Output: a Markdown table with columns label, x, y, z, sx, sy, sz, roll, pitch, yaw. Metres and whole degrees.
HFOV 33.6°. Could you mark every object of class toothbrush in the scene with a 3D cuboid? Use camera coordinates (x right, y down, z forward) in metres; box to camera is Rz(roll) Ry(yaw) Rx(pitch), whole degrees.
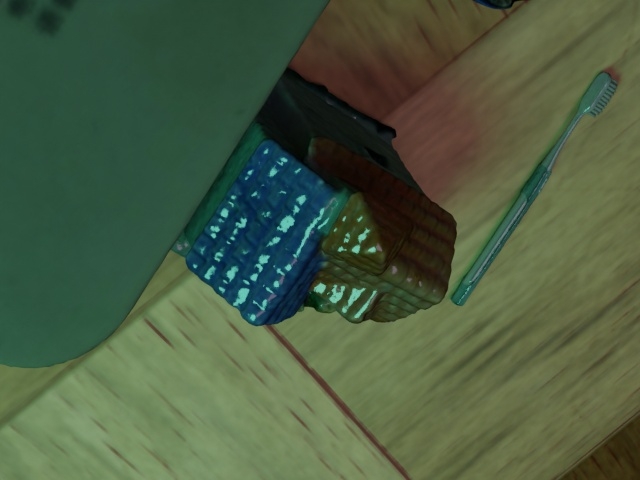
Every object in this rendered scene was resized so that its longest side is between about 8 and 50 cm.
| label | x | y | z | sx | sy | sz | roll | pitch | yaw |
| --- | --- | --- | --- | --- | --- | --- | --- | --- | --- |
| toothbrush | 0.129 | -0.029 | 0.645 | 0.014 | 0.011 | 0.167 | 23 | 105 | -36 |

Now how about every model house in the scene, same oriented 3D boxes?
| label | x | y | z | sx | sy | sz | roll | pitch | yaw |
| --- | --- | --- | --- | --- | --- | --- | --- | --- | --- |
| model house | 0.000 | 0.000 | 0.523 | 0.148 | 0.148 | 0.119 | 28 | 103 | -30 |

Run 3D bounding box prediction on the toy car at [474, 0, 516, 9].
| label | x | y | z | sx | sy | sz | roll | pitch | yaw |
| --- | --- | --- | --- | --- | --- | --- | --- | --- | --- |
| toy car | 0.138 | -0.204 | 0.527 | 0.216 | 0.063 | 0.103 | -35 | 124 | -10 |

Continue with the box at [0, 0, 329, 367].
| label | x | y | z | sx | sy | sz | roll | pitch | yaw |
| --- | --- | --- | --- | --- | --- | --- | --- | --- | --- |
| box | -0.155 | -0.155 | 0.385 | 0.373 | 0.090 | 0.367 | 28 | 99 | -40 |
